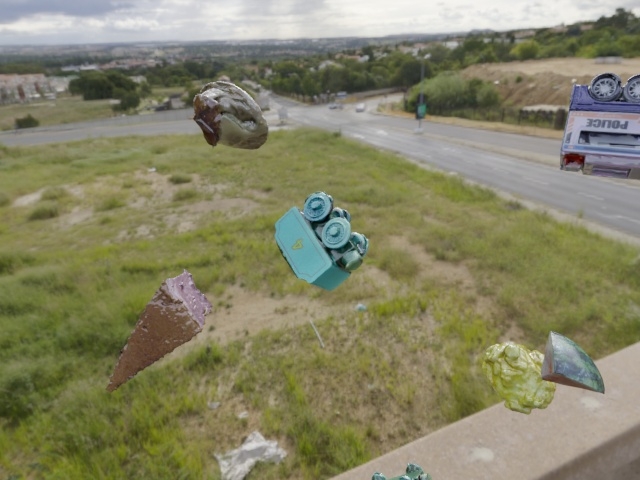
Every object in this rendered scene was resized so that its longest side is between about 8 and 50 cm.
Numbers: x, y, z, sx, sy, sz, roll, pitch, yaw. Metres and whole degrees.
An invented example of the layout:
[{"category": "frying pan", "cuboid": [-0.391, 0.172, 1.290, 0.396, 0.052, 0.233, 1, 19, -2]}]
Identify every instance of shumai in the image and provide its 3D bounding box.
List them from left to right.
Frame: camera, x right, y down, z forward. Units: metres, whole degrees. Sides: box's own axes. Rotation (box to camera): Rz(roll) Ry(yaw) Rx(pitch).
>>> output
[{"category": "shumai", "cuboid": [-0.226, -0.275, 1.089, 0.201, 0.201, 0.120, 13, 55, 31]}]

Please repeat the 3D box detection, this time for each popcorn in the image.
[{"category": "popcorn", "cuboid": [0.729, 0.485, 1.689, 0.235, 0.250, 0.242, -31, -9, -2]}]

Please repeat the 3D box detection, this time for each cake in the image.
[{"category": "cake", "cuboid": [-0.323, 0.196, 0.913, 0.112, 0.295, 0.116, 40, 21, -5]}]

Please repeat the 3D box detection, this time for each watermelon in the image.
[{"category": "watermelon", "cuboid": [0.780, 0.393, 1.429, 0.207, 0.136, 0.202, 36, -9, 5]}]

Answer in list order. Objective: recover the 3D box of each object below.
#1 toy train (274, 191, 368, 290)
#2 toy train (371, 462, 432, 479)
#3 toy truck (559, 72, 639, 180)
[{"category": "toy train", "cuboid": [0.000, 0.000, 0.921, 0.107, 0.154, 0.198, 31, 22, -54]}, {"category": "toy train", "cuboid": [0.284, 0.924, 1.630, 0.298, 0.194, 0.120, -33, -12, 30]}, {"category": "toy truck", "cuboid": [0.558, -0.179, 0.768, 0.267, 0.156, 0.124, 13, -4, 29]}]
